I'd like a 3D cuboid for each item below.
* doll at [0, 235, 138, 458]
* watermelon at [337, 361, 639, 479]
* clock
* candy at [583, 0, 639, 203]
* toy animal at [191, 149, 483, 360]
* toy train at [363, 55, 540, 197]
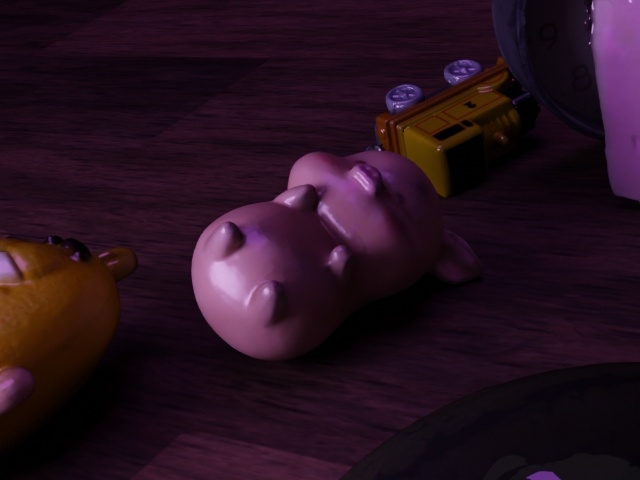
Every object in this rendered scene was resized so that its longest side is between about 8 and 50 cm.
[{"bbox_3d":[-0.361,0.143,1.238,0.348,0.161,0.423,-16,24,24],"label":"doll"},{"bbox_3d":[0.113,0.205,0.683,0.359,0.279,0.279,-22,26,-13],"label":"watermelon"},{"bbox_3d":[0.326,-0.242,1.422,0.325,0.325,0.067,-18,34,-4],"label":"clock"},{"bbox_3d":[0.328,-0.156,1.307,0.115,0.265,0.155,-28,28,-33],"label":"candy"},{"bbox_3d":[0.004,0.011,1.291,0.250,0.166,0.154,-26,-14,-30],"label":"toy animal"},{"bbox_3d":[0.147,-0.118,1.546,0.219,0.089,0.127,-27,38,-23],"label":"toy train"}]
